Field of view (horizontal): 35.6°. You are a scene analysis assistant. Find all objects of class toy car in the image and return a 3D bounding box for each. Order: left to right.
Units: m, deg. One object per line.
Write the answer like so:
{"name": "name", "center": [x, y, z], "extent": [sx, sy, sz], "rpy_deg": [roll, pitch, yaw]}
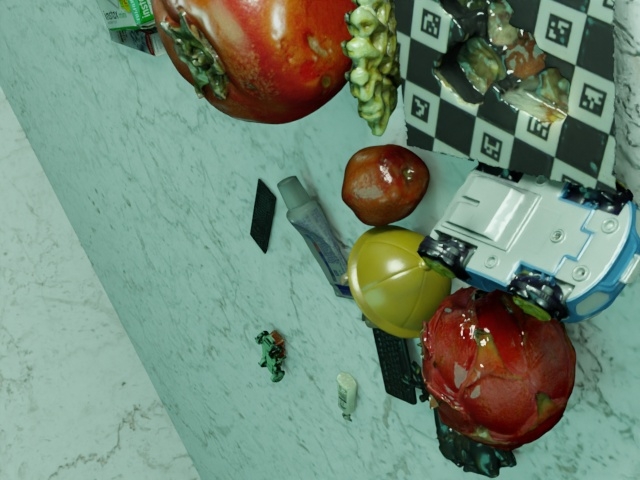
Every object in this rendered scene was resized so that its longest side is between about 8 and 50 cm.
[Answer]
{"name": "toy car", "center": [-0.115, 0.277, 2.396], "extent": [0.073, 0.054, 0.143], "rpy_deg": [44, 153, 33]}
{"name": "toy car", "center": [0.284, 0.005, 1.293], "extent": [0.314, 0.198, 0.166], "rpy_deg": [24, 169, 46]}

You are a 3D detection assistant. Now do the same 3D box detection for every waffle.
{"name": "waffle", "center": [0.083, -0.270, 1.368], "extent": [0.054, 0.204, 0.223], "rpy_deg": [4, 132, 20]}

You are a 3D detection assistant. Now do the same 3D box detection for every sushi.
{"name": "sushi", "center": [0.236, -0.246, 1.236], "extent": [0.339, 0.069, 0.320], "rpy_deg": [20, 128, 45]}

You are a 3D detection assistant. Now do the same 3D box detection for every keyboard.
{"name": "keyboard", "center": [-0.124, -0.049, 2.134], "extent": [0.067, 0.011, 0.202], "rpy_deg": [50, 151, 23]}
{"name": "keyboard", "center": [0.144, 0.228, 1.901], "extent": [0.103, 0.041, 0.381], "rpy_deg": [15, 129, 56]}

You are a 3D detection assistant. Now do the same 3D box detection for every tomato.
{"name": "tomato", "center": [-0.092, -0.337, 1.464], "extent": [0.293, 0.290, 0.325], "rpy_deg": [6, 135, 48]}

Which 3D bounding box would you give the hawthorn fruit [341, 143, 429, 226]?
{"name": "hawthorn fruit", "center": [0.101, -0.092, 1.562], "extent": [0.138, 0.133, 0.132], "rpy_deg": [-26, 93, 50]}

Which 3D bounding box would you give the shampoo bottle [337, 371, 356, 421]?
{"name": "shampoo bottle", "center": [0.057, 0.348, 2.184], "extent": [0.049, 0.034, 0.141], "rpy_deg": [35, 145, 30]}

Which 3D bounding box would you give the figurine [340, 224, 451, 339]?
{"name": "figurine", "center": [0.127, 0.070, 1.646], "extent": [0.192, 0.167, 0.257], "rpy_deg": [45, 175, 4]}

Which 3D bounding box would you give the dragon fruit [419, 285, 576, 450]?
{"name": "dragon fruit", "center": [0.257, 0.181, 1.454], "extent": [0.241, 0.241, 0.252], "rpy_deg": [15, 102, 55]}

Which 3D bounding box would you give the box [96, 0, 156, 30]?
{"name": "box", "center": [-0.405, -0.553, 2.028], "extent": [0.180, 0.103, 0.250], "rpy_deg": [14, 127, 57]}

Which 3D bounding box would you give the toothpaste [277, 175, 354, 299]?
{"name": "toothpaste", "center": [0.000, 0.001, 1.922], "extent": [0.282, 0.069, 0.099], "rpy_deg": [60, -174, -19]}

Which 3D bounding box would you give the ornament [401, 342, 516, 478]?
{"name": "ornament", "center": [0.234, 0.296, 1.766], "extent": [0.202, 0.080, 0.236], "rpy_deg": [2, 118, 64]}

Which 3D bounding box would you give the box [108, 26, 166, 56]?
{"name": "box", "center": [-0.403, -0.452, 2.195], "extent": [0.218, 0.040, 0.055], "rpy_deg": [26, 136, 48]}
